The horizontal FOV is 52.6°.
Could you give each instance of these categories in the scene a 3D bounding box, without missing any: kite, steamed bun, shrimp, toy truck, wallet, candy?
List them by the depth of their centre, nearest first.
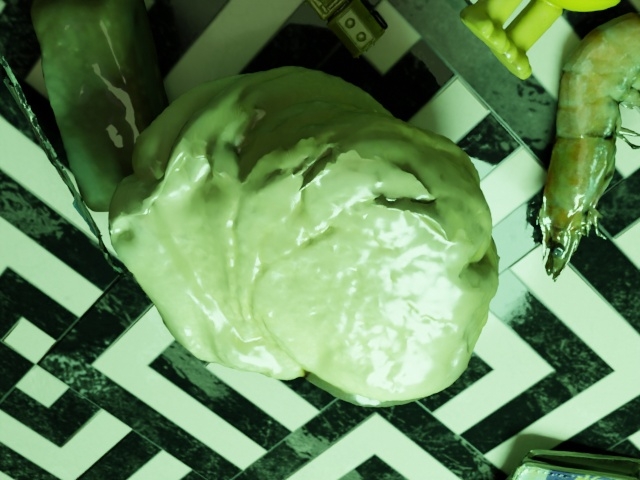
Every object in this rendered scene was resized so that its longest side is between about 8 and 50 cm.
[{"bbox_3d":[-0.252,-0.065,0.626,0.011,0.335,0.314,-30,147,-18],"label":"kite"},{"bbox_3d":[0.024,-0.224,0.633,0.049,0.054,0.083,-37,110,20],"label":"toy truck"},{"bbox_3d":[-0.003,-0.005,0.652,0.372,0.230,0.325,9,119,0],"label":"steamed bun"},{"bbox_3d":[-0.215,-0.144,0.663,0.104,0.102,0.234,-6,120,6],"label":"candy"},{"bbox_3d":[0.323,-0.089,0.693,0.168,0.058,0.296,4,115,-2],"label":"shrimp"},{"bbox_3d":[0.333,0.438,0.955,0.223,0.077,0.310,13,116,-7],"label":"wallet"}]

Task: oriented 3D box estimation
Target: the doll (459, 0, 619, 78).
[{"bbox_3d":[0.265,-0.309,0.545,0.363,0.145,0.199,-50,145,15],"label":"doll"}]
